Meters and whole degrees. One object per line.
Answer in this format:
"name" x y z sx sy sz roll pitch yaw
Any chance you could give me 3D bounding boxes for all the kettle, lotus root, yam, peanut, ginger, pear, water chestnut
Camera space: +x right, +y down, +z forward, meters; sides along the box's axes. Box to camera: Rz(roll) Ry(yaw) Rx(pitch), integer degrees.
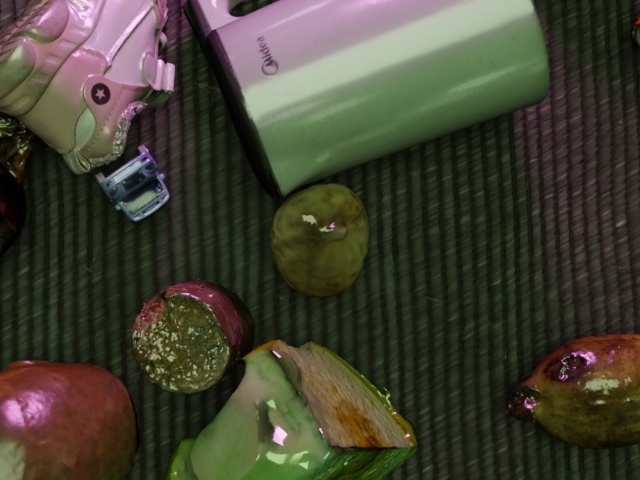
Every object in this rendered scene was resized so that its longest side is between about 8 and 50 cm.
"kettle" 0.044 -0.266 1.607 0.377 0.250 0.361 -23 67 -4
"lotus root" 0.366 0.195 1.633 0.260 0.128 0.145 -6 95 -5
"yam" -0.151 0.115 1.542 0.129 0.238 0.128 1 91 2
"peanut" 0.000 0.000 1.609 0.141 0.159 0.109 -18 42 -25
"ginger" -0.352 0.253 1.517 0.269 0.223 0.200 -39 86 -5
"pear" -0.064 0.269 1.549 0.282 0.286 0.176 -46 65 15
"water chestnut" -0.449 -0.076 1.537 0.238 0.223 0.223 -40 90 -1

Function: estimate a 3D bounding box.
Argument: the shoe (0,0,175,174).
"shoe" -0.273 -0.239 1.583 0.198 0.172 0.351 52 54 -23

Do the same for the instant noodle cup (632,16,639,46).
"instant noodle cup" 0.532 -0.290 1.656 0.230 0.230 0.182 42 92 -1

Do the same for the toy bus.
"toy bus" -0.228 -0.065 1.579 0.073 0.167 0.076 -35 92 -7
